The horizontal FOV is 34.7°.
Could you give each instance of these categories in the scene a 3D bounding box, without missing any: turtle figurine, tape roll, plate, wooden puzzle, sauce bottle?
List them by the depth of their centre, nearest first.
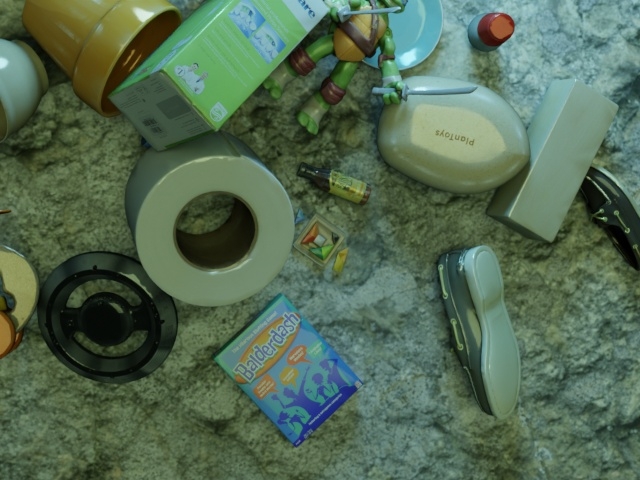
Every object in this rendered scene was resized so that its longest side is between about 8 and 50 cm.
[{"bbox_3d":[-0.177,-0.039,1.608,0.246,0.169,0.246,-6,111,-15],"label":"tape roll"},{"bbox_3d":[0.048,-0.286,1.630,0.266,0.198,0.274,-40,61,16],"label":"turtle figurine"},{"bbox_3d":[0.022,-0.099,1.744,0.128,0.042,0.042,19,88,-13],"label":"sauce bottle"},{"bbox_3d":[0.000,0.000,1.756,0.116,0.014,0.078,29,86,-10],"label":"wooden puzzle"},{"bbox_3d":[0.120,-0.385,1.766,0.188,0.024,0.188,0,92,-11],"label":"plate"}]

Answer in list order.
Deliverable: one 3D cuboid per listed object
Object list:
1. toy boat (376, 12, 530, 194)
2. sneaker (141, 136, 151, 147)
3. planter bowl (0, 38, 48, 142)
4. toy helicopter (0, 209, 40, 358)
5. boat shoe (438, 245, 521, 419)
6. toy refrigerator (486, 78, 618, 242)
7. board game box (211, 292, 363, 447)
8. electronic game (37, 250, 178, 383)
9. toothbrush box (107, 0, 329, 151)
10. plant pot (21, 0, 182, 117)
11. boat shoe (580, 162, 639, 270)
[{"bbox_3d":[0.250,-0.238,1.749,0.268,0.148,0.318,20,95,-6],"label":"toy boat"},{"bbox_3d":[-0.206,-0.235,1.682,0.090,0.081,0.232,29,85,-25],"label":"sneaker"},{"bbox_3d":[-0.494,-0.248,1.589,0.109,0.162,0.162,-39,99,-35],"label":"planter bowl"},{"bbox_3d":[-0.611,0.047,1.574,0.355,0.140,0.234,11,87,-9],"label":"toy helicopter"},{"bbox_3d":[0.274,0.160,1.778,0.109,0.091,0.304,-18,99,-48],"label":"boat shoe"},{"bbox_3d":[0.404,-0.140,1.797,0.102,0.094,0.269,28,87,-18],"label":"toy refrigerator"},{"bbox_3d":[-0.055,0.219,1.733,0.160,0.047,0.210,-43,98,-7],"label":"board game box"},{"bbox_3d":[-0.341,0.125,1.640,0.229,0.048,0.229,2,109,6],"label":"electronic game"},{"bbox_3d":[-0.154,-0.280,1.533,0.122,0.206,0.283,48,62,-21],"label":"toothbrush box"},{"bbox_3d":[-0.351,-0.328,1.596,0.188,0.205,0.205,36,84,6],"label":"plant pot"},{"bbox_3d":[0.524,-0.044,1.827,0.068,0.081,0.228,-46,102,-11],"label":"boat shoe"}]
